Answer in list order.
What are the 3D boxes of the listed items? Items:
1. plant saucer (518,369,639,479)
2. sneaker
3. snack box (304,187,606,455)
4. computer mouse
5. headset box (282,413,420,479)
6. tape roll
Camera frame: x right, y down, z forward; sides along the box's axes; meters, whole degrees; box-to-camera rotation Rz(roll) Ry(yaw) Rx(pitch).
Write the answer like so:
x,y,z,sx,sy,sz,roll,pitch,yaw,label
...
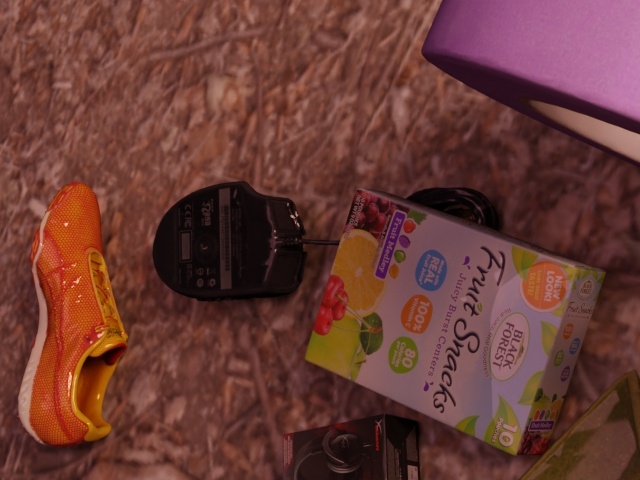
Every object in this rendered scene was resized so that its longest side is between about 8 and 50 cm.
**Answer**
x,y,z,sx,sy,sz,roll,pitch,yaw,label
0.100,0.169,0.727,0.188,0.045,0.188,-50,7,19,plant saucer
-0.153,0.048,1.059,0.067,0.064,0.175,-4,78,22,sneaker
0.067,0.040,0.842,0.141,0.037,0.100,22,99,35,snack box
0.000,0.000,0.942,0.242,0.041,0.071,-2,84,36,computer mouse
0.013,0.133,0.884,0.083,0.032,0.062,-15,67,38,headset box
0.180,-0.057,0.619,0.274,0.274,0.090,27,95,44,tape roll
